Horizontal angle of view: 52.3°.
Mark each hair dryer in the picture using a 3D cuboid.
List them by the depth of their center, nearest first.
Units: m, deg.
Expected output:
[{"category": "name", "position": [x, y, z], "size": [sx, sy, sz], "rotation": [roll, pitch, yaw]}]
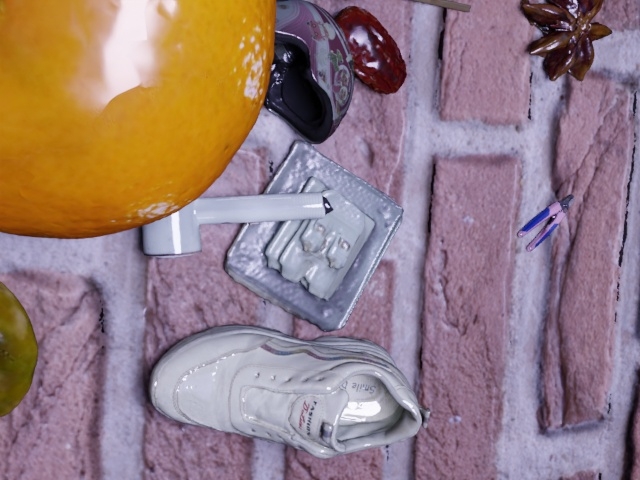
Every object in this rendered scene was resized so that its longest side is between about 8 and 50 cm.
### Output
[{"category": "hair dryer", "position": [-0.102, -0.049, 0.802], "size": [0.236, 0.073, 0.131], "rotation": [-1, 96, -1]}]

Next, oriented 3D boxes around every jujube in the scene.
[{"category": "jujube", "position": [0.062, -0.246, 0.860], "size": [0.129, 0.077, 0.077], "rotation": [44, 82, -26]}]

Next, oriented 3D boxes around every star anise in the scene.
[{"category": "star anise", "position": [0.366, -0.311, 0.955], "size": [0.168, 0.057, 0.168], "rotation": [-2, 96, -16]}]

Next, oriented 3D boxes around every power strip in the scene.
[{"category": "power strip", "position": [0.000, 0.000, 0.869], "size": [0.198, 0.064, 0.213], "rotation": [30, 86, -20]}]

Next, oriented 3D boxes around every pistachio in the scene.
[{"category": "pistachio", "position": [-0.384, 0.116, 0.741], "size": [0.110, 0.100, 0.189], "rotation": [-14, 99, -12]}]

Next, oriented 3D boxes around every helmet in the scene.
[{"category": "helmet", "position": [-0.018, -0.220, 0.800], "size": [0.107, 0.153, 0.177], "rotation": [-44, 106, -22]}]

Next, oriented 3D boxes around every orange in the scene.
[{"category": "orange", "position": [-0.247, -0.207, 0.607], "size": [0.424, 0.326, 0.424], "rotation": [0, 94, 4]}]

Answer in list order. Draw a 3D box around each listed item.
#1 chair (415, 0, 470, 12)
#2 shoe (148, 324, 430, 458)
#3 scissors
[{"category": "chair", "position": [0.122, -0.366, 0.859], "size": [0.221, 0.104, 0.095], "rotation": [-8, 73, -21]}, {"category": "shoe", "position": [-0.033, 0.189, 0.802], "size": [0.342, 0.210, 0.132], "rotation": [4, 95, -18]}, {"category": "scissors", "position": [0.352, -0.031, 1.004], "size": [0.113, 0.012, 0.039], "rotation": [-40, 106, -10]}]
